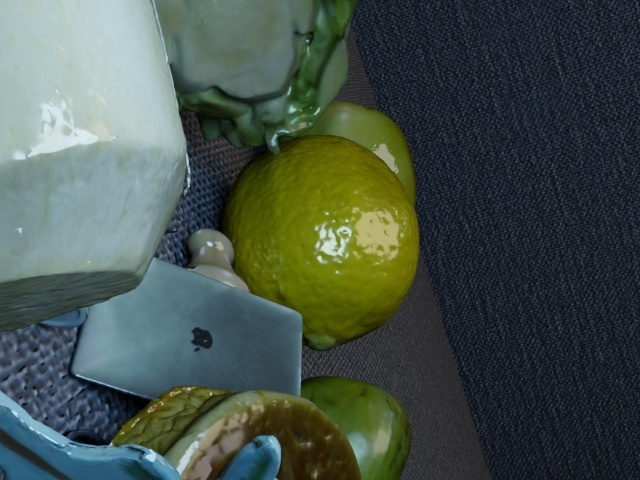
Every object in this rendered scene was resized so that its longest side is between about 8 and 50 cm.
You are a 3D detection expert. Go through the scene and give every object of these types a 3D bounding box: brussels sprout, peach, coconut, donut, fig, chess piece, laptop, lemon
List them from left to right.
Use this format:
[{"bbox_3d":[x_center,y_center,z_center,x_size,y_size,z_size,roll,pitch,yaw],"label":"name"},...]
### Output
[{"bbox_3d":[-0.243,-0.092,0.492,0.323,0.322,0.323,-16,90,-74],"label":"coconut"},{"bbox_3d":[-0.138,0.116,0.851,0.269,0.015,0.188,23,41,-23],"label":"laptop"},{"bbox_3d":[-0.140,-0.348,0.982,0.361,0.342,0.425,-121,-166,-48],"label":"brussels sprout"},{"bbox_3d":[-0.135,0.114,0.961,0.124,0.138,0.307,109,-19,-47],"label":"chess piece"},{"bbox_3d":[-0.096,0.299,0.719,0.330,0.159,0.330,5,84,-52],"label":"donut"},{"bbox_3d":[0.000,-0.001,1.157,0.336,0.336,0.336,-16,90,-74],"label":"lemon"},{"bbox_3d":[0.028,0.340,1.075,0.233,0.233,0.314,57,18,-45],"label":"fig"},{"bbox_3d":[0.049,-0.114,1.476,0.314,0.281,0.316,46,40,-69],"label":"peach"}]

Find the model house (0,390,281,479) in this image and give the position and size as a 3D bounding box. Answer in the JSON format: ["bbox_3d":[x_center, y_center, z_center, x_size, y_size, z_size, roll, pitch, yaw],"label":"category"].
[{"bbox_3d":[-0.191,0.207,0.295,0.300,0.340,0.324,-78,152,-56],"label":"model house"}]

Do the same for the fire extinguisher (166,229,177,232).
[{"bbox_3d":[-0.242,-0.072,0.924,0.049,0.035,0.173,33,-23,51],"label":"fire extinguisher"}]

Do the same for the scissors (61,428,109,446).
[{"bbox_3d":[-0.188,0.313,0.752,0.109,0.022,0.300,-76,148,-53],"label":"scissors"}]

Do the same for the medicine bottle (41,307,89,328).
[{"bbox_3d":[-0.252,-0.019,0.766,0.074,0.073,0.218,56,26,-47],"label":"medicine bottle"}]
